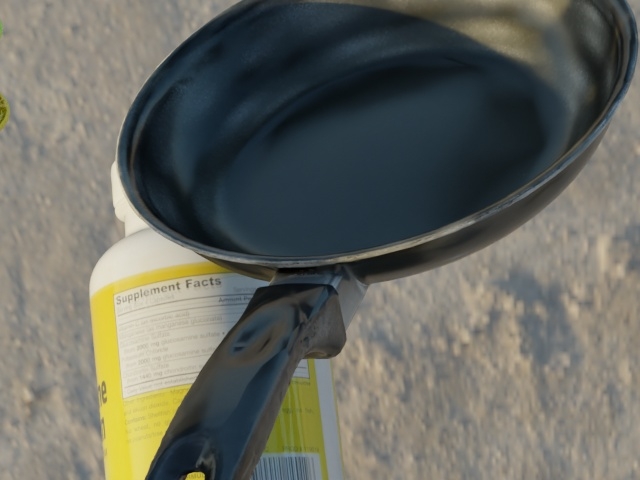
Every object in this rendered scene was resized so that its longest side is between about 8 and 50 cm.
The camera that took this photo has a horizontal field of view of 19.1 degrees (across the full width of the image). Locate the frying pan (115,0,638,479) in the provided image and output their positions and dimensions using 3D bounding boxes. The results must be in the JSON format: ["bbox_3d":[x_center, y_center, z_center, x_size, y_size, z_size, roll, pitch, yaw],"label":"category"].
[{"bbox_3d":[0.028,-0.010,0.653,0.197,0.053,0.326,-16,37,5],"label":"frying pan"}]

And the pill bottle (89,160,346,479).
[{"bbox_3d":[-0.047,0.052,0.829,0.103,0.103,0.184,-8,74,3],"label":"pill bottle"}]

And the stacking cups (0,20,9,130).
[{"bbox_3d":[-0.242,-0.214,1.186,0.096,0.316,0.096,4,32,-3],"label":"stacking cups"}]
